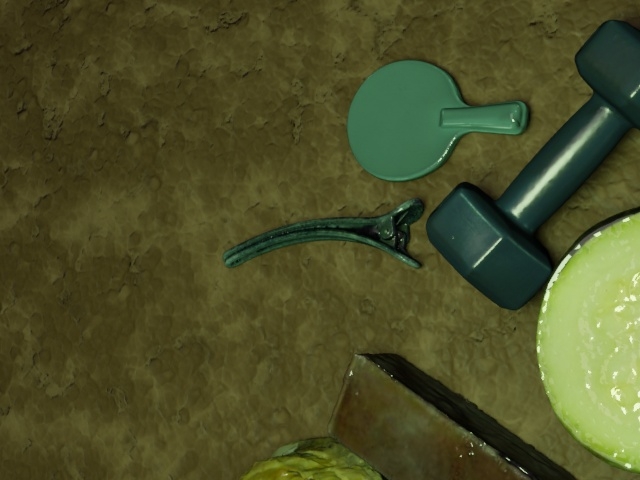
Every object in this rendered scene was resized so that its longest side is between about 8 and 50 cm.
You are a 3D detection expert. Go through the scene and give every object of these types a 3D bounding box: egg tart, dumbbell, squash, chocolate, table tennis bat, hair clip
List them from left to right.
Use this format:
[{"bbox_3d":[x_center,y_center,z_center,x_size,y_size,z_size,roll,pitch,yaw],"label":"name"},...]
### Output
[{"bbox_3d":[-0.040,0.343,1.681,0.279,0.095,0.279,-27,45,30],"label":"egg tart"},{"bbox_3d":[0.000,0.000,1.812,0.275,0.048,0.083,-4,79,33],"label":"hair clip"},{"bbox_3d":[0.135,-0.142,1.768,0.237,0.038,0.149,0,78,33],"label":"table tennis bat"},{"bbox_3d":[0.154,0.246,1.635,0.321,0.112,0.112,33,104,30],"label":"chocolate"},{"bbox_3d":[0.262,-0.082,1.622,0.325,0.160,0.144,-49,31,10],"label":"dumbbell"},{"bbox_3d":[0.321,0.090,1.399,0.252,0.049,0.252,-5,79,28],"label":"squash"}]
